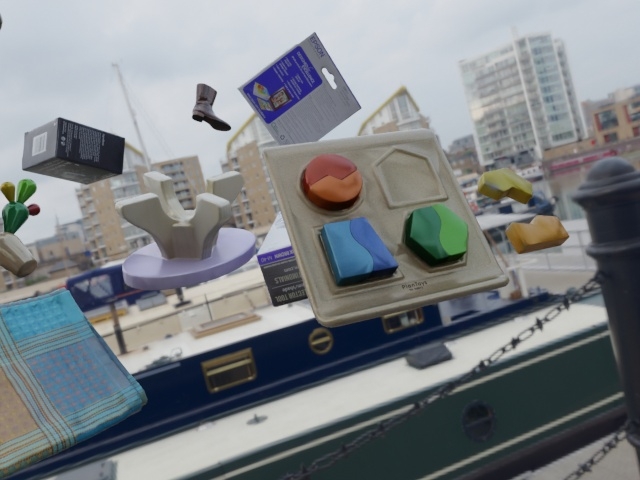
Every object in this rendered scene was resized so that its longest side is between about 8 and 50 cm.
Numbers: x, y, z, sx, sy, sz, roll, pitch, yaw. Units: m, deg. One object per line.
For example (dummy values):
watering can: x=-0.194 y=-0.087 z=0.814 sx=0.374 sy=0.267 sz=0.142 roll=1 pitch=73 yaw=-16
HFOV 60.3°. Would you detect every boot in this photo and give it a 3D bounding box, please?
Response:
boot: x=-0.269 y=-0.339 z=1.392 sx=0.106 sy=0.114 sz=0.037 roll=20 pitch=-36 yaw=-28

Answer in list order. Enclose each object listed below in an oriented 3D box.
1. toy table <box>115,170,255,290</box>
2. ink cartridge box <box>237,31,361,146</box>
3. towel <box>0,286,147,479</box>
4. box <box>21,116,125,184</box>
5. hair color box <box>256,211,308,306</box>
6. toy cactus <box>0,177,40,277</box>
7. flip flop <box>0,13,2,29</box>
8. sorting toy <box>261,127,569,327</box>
toy table: x=-0.248 y=-0.029 z=1.042 sx=0.252 sy=0.161 sz=0.274 roll=16 pitch=28 yaw=30
ink cartridge box: x=-0.045 y=-0.319 z=1.235 sx=0.208 sy=0.206 sz=0.045 roll=-36 pitch=27 yaw=0
towel: x=-0.468 y=0.207 z=0.798 sx=0.370 sy=0.271 sz=0.040 roll=-14 pitch=-34 yaw=-56
box: x=-0.553 y=-0.195 z=1.236 sx=0.156 sy=0.093 sz=0.158 roll=-7 pitch=-12 yaw=38
hair color box: x=0.000 y=0.000 z=1.070 sx=0.185 sy=0.110 sz=0.339 roll=-16 pitch=16 yaw=7
toy cactus: x=-0.503 y=-0.004 z=0.824 sx=0.219 sy=0.180 sz=0.112 roll=-41 pitch=-16 yaw=-46
flip flop: x=-0.698 y=-0.342 z=0.987 sx=0.277 sy=0.080 sz=0.112 roll=-30 pitch=-19 yaw=-7
sorting toy: x=0.111 y=-0.041 z=0.596 sx=0.307 sy=0.229 sz=0.041 roll=-11 pitch=-30 yaw=-18
